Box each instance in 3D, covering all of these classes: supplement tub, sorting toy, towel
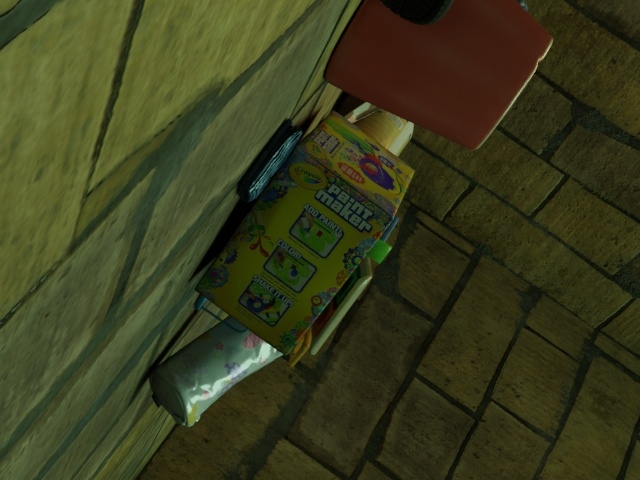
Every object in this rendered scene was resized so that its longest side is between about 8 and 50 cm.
[{"bbox_3d":[0.087,-0.195,1.991,0.200,0.144,0.144,-54,178,-38],"label":"supplement tub"},{"bbox_3d":[0.023,0.089,1.755,0.348,0.047,0.196,-55,-169,20],"label":"sorting toy"},{"bbox_3d":[-0.069,-0.105,1.343,0.119,0.029,0.067,-55,179,-15],"label":"towel"}]

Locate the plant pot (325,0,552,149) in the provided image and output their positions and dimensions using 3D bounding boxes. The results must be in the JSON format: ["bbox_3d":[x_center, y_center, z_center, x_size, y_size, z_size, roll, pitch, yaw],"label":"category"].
[{"bbox_3d":[0.177,-0.274,1.415,0.275,0.243,0.275,-55,179,-2],"label":"plant pot"}]

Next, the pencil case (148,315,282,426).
[{"bbox_3d":[-0.178,0.218,1.797,0.273,0.124,0.113,-36,-177,-29],"label":"pencil case"}]

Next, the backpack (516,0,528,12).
[{"bbox_3d":[0.328,-0.478,2.203,0.355,0.273,0.290,-85,-160,-68],"label":"backpack"}]

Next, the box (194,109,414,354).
[{"bbox_3d":[-0.016,-0.023,1.548,0.279,0.177,0.290,-53,-179,21],"label":"box"}]

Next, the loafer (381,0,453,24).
[{"bbox_3d":[0.166,-0.391,1.128,0.130,0.134,0.366,-60,-171,-23],"label":"loafer"}]

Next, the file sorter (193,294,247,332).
[{"bbox_3d":[-0.127,0.069,1.757,0.118,0.104,0.170,-56,179,30],"label":"file sorter"}]

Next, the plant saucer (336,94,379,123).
[{"bbox_3d":[0.103,-0.273,1.839,0.198,0.036,0.198,-29,177,-1],"label":"plant saucer"}]
